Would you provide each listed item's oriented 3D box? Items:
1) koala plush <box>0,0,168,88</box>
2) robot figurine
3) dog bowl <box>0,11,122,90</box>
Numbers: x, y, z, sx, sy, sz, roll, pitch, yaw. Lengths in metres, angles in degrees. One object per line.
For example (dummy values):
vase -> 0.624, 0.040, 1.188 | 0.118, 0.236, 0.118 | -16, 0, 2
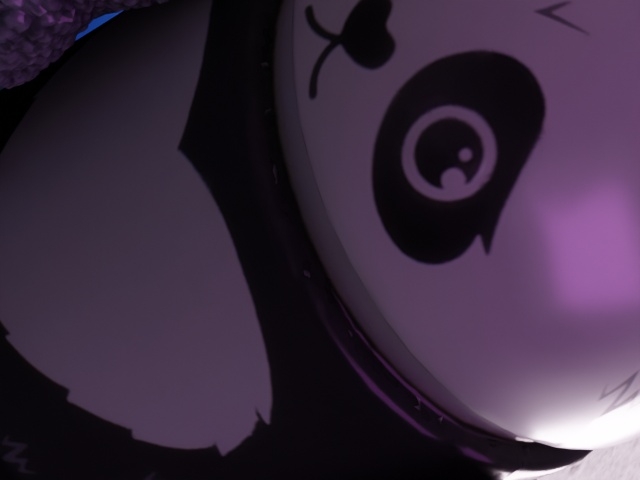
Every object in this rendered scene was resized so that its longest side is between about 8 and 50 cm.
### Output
koala plush -> -0.125, -0.158, 0.501 | 0.196, 0.203, 0.221 | -53, 126, -29
robot figurine -> -0.002, -0.002, 0.563 | 0.209, 0.278, 0.173 | 57, 41, -11
dog bowl -> -0.028, -0.047, 0.749 | 0.166, 0.074, 0.297 | -51, 140, 3
